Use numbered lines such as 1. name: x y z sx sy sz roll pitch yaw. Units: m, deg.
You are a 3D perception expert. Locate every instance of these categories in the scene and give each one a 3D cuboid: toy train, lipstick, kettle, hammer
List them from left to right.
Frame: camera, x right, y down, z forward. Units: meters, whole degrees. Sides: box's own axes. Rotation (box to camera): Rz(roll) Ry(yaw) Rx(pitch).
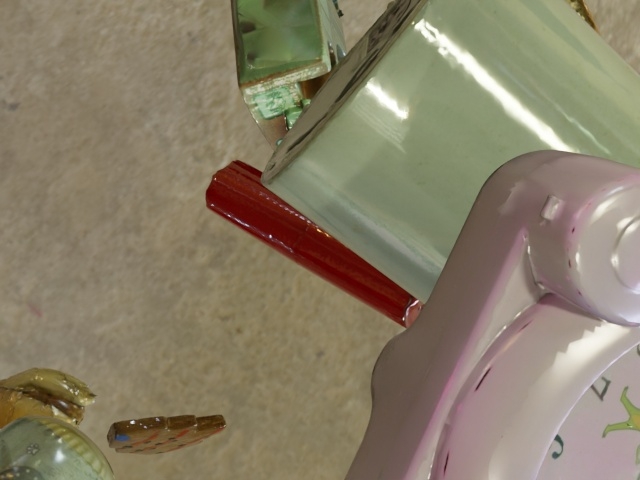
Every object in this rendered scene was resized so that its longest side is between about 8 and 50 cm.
1. hammer: -0.202 0.284 0.852 0.113 0.202 0.305 22 146 40
2. toy train: -0.040 -0.269 1.418 0.129 0.326 0.159 -14 145 11
3. lipstick: 0.000 0.001 1.206 0.279 0.073 0.073 31 123 26
4. kettle: 0.185 -0.048 0.910 0.376 0.361 0.250 39 118 -8

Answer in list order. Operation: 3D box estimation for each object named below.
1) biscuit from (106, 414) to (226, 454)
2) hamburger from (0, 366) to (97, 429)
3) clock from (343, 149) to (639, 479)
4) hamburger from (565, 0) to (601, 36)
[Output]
1. biscuit: -0.163 0.194 1.119 0.119 0.130 0.019 -23 67 26
2. hamburger: -0.412 0.249 1.548 0.131 0.124 0.262 36 142 -22
3. clock: 0.176 0.130 0.629 0.322 0.113 0.296 24 91 -29
4. hamburger: 0.226 -0.235 1.246 0.144 0.156 0.283 -24 102 21
